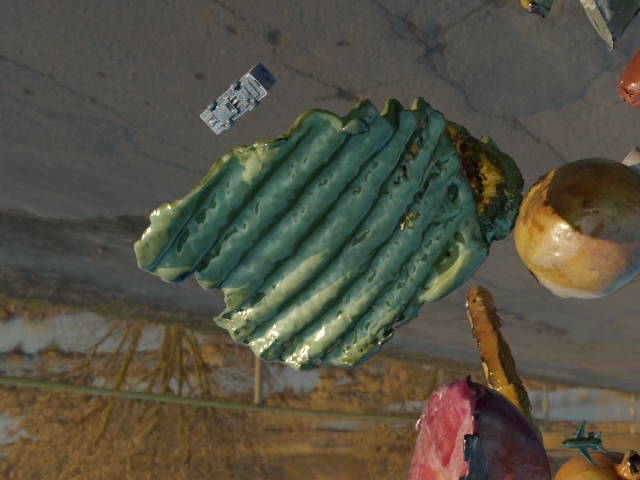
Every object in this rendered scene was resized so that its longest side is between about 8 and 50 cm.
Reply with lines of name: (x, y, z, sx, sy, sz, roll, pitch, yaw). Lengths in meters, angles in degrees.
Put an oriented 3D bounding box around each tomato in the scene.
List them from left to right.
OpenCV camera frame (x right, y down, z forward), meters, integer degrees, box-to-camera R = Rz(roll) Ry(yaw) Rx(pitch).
tomato: (0.245, 0.375, 1.074, 0.176, 0.334, 0.289, 11, -179, -7)

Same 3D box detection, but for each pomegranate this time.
pomegranate: (0.560, -0.024, 1.456, 0.322, 0.322, 0.322, -1, 162, 0)
pomegranate: (0.598, 0.540, 1.400, 0.252, 0.270, 0.229, 26, -153, 21)

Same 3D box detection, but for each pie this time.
pie: (0.191, -0.100, 1.245, 0.355, 0.288, 0.103, -10, 141, -2)

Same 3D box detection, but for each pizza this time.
pizza: (0.397, 0.321, 1.461, 0.080, 0.435, 0.392, -21, 179, 12)

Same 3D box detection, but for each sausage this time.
sausage: (0.567, -0.296, 1.188, 0.076, 0.141, 0.076, 28, -166, -7)

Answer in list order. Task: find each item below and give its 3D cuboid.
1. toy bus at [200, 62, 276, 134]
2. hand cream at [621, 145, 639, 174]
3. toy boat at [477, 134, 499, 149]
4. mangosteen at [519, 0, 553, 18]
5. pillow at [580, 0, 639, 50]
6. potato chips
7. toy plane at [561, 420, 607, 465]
toy bus: (-0.163, -0.280, 1.377, 0.064, 0.075, 0.190, 48, 136, -14)
hand cream: (0.801, -0.117, 1.579, 0.083, 0.248, 0.133, -36, 161, -51)
toy boat: (0.403, -0.176, 1.775, 0.055, 0.293, 0.093, -22, 115, 46)
mangosteen: (0.346, -0.462, 0.953, 0.275, 0.302, 0.275, 14, -165, -4)
pillow: (0.541, -0.478, 1.220, 0.169, 0.255, 0.059, 46, 169, -32)
potato chips: (0.008, -0.003, 0.832, 0.389, 0.097, 0.373, -33, 132, 6)
toy plane: (0.477, 0.366, 1.253, 0.033, 0.080, 0.083, -4, 169, -41)
